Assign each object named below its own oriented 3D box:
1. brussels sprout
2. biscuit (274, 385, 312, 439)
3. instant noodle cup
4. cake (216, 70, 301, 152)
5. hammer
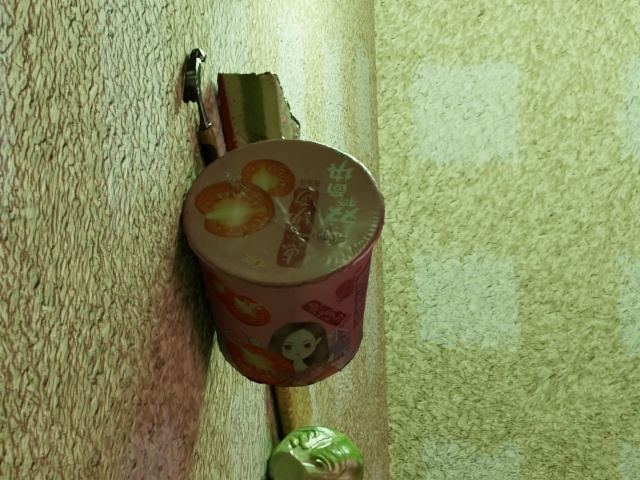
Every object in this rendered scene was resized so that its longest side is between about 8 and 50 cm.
[{"bbox_3d":[-0.010,0.338,2.307,0.155,0.155,0.117,15,85,-81],"label":"brussels sprout"},{"bbox_3d":[-0.046,0.240,2.431,0.160,0.030,0.250,-80,166,-51],"label":"biscuit"},{"bbox_3d":[-0.042,0.036,1.890,0.231,0.243,0.243,89,5,-49],"label":"instant noodle cup"},{"bbox_3d":[-0.080,-0.168,2.084,0.117,0.086,0.220,-81,166,-49],"label":"cake"},{"bbox_3d":[-0.142,-0.134,1.896,0.078,0.021,0.201,-81,165,-50],"label":"hammer"}]
